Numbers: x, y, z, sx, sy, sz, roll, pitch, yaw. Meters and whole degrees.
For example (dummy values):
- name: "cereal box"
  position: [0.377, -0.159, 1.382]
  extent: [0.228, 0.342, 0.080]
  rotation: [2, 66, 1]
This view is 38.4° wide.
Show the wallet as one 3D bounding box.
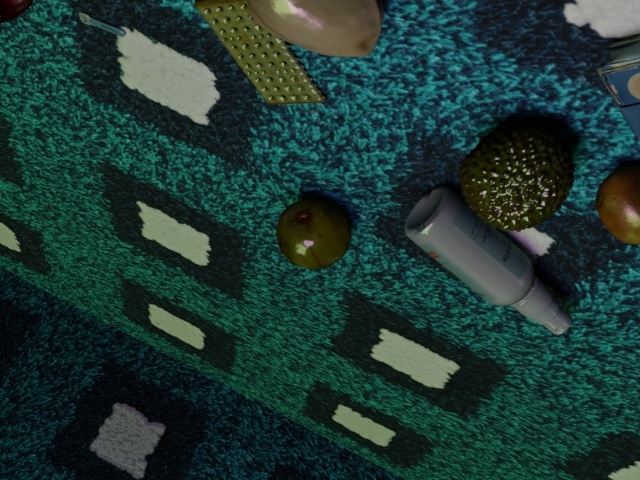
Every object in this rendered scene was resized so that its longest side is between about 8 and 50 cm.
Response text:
- name: "wallet"
  position: [0.443, -0.172, 1.136]
  extent: [0.141, 0.059, 0.202]
  rotation: [-8, 138, 41]

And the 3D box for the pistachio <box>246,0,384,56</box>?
- name: "pistachio"
  position: [-0.014, -0.331, 1.233]
  extent: [0.223, 0.126, 0.152]
  rotation: [37, 117, -18]

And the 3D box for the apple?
- name: "apple"
  position: [0.447, -0.049, 1.308]
  extent: [0.114, 0.099, 0.102]
  rotation: [31, 157, -12]

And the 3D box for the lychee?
- name: "lychee"
  position: [0.289, -0.091, 1.326]
  extent: [0.171, 0.171, 0.171]
  rotation: [23, 154, 12]

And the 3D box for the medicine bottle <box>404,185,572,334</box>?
- name: "medicine bottle"
  position: [0.307, 0.050, 1.611]
  extent: [0.352, 0.110, 0.110]
  rotation: [38, 153, -18]

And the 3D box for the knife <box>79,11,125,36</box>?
- name: "knife"
  position: [-0.391, -0.384, 1.641]
  extent: [0.096, 0.010, 0.027]
  rotation: [23, 154, 12]

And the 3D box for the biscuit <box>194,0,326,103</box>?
- name: "biscuit"
  position: [-0.096, -0.304, 1.486]
  extent: [0.139, 0.016, 0.231]
  rotation: [6, 146, 41]

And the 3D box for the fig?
- name: "fig"
  position: [-0.013, 0.003, 1.811]
  extent: [0.148, 0.142, 0.186]
  rotation: [42, 154, 42]

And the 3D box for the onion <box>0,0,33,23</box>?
- name: "onion"
  position: [-0.589, -0.464, 1.441]
  extent: [0.314, 0.232, 0.314]
  rotation: [25, 154, 13]
